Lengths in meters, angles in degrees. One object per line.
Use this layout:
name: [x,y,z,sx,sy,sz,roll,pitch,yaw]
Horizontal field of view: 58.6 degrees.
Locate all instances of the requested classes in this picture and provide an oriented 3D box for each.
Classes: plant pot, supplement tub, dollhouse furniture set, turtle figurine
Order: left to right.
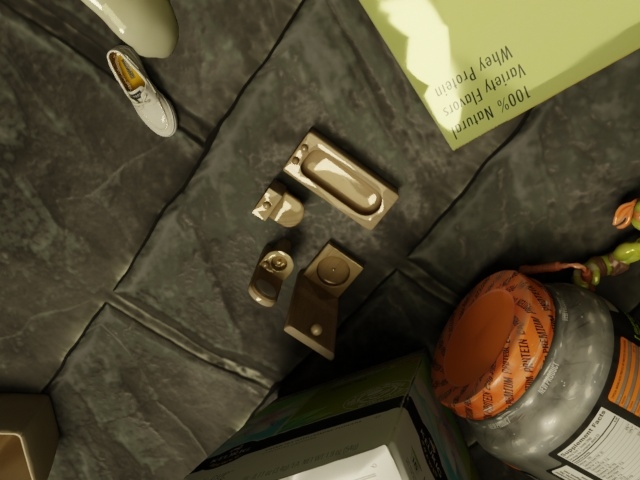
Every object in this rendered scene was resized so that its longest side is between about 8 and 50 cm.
plant pot: [-0.402,0.257,0.736,0.109,0.096,0.108,0,113,4]
dollhouse furniture set: [0.000,0.000,0.573,0.144,0.123,0.151,35,112,-10]
supplement tub: [0.286,0.170,0.585,0.316,0.193,0.193,31,113,-9]
turtle figurine: [0.363,0.025,0.576,0.217,0.087,0.270,44,132,-17]

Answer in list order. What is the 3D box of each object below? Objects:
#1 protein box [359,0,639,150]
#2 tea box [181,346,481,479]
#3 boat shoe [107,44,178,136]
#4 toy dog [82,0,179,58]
protein box: [0.141,-0.220,0.444,0.200,0.136,0.201,-28,108,26]
tea box: [0.054,0.318,0.550,0.220,0.323,0.328,-23,87,14]
boat shoe: [-0.180,-0.148,0.573,0.035,0.035,0.100,-22,110,13]
toy dog: [-0.068,-0.378,0.326,0.408,0.395,0.285,-35,137,18]
